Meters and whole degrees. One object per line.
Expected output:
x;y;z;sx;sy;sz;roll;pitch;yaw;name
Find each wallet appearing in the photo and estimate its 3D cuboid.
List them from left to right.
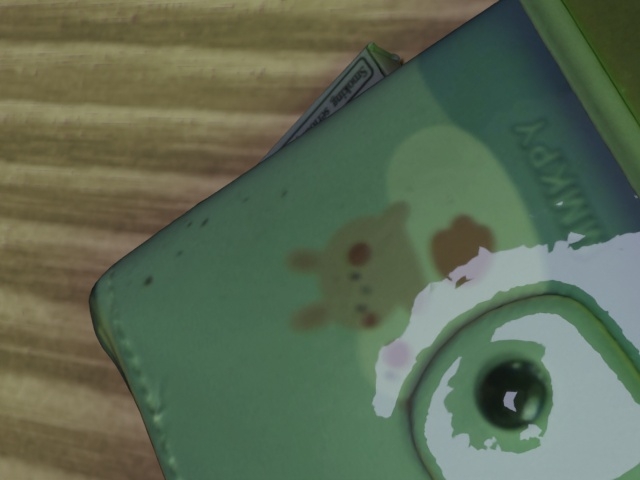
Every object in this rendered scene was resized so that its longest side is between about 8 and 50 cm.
0.075;0.024;0.652;0.360;0.083;0.252;-34;60;16;wallet

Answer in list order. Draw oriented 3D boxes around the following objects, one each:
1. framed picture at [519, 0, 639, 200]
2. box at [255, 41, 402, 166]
0.238;-0.131;0.570;0.326;0.028;0.446;-30;60;12;framed picture
0.000;0.000;0.777;0.177;0.036;0.115;-47;56;19;box
